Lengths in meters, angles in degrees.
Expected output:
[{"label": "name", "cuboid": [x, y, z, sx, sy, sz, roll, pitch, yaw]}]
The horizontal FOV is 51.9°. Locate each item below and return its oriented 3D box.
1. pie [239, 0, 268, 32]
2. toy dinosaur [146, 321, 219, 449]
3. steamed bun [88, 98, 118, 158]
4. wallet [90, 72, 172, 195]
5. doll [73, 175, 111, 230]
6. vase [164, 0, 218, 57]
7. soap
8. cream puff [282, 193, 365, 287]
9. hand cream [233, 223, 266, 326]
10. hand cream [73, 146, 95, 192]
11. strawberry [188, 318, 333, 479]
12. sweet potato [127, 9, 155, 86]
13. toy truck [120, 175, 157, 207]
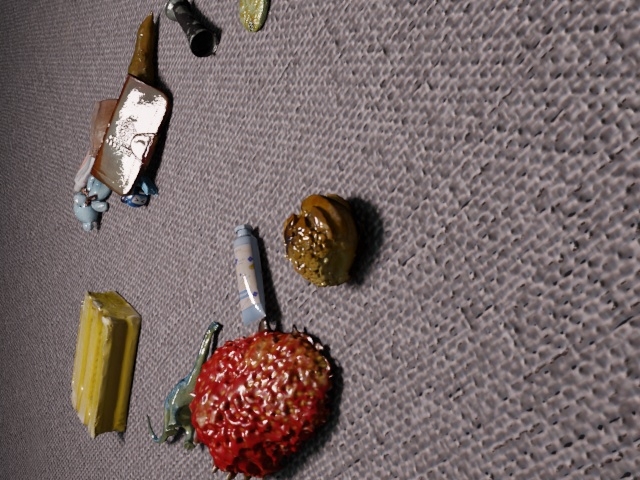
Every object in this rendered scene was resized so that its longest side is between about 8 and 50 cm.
[{"label": "pie", "cuboid": [-0.119, -0.407, 1.156, 0.085, 0.017, 0.085, 0, 90, 54]}, {"label": "toy dinosaur", "cuboid": [-0.266, 0.322, 1.283, 0.363, 0.076, 0.147, -59, 27, 31]}, {"label": "steamed bun", "cuboid": [-0.506, -0.268, 1.589, 0.175, 0.106, 0.145, -15, 77, 54]}, {"label": "wallet", "cuboid": [-0.423, -0.231, 1.469, 0.137, 0.031, 0.255, 31, 106, 18]}, {"label": "doll", "cuboid": [-0.613, -0.115, 1.750, 0.180, 0.075, 0.120, -49, 55, 40]}, {"label": "vase", "cuboid": [-0.260, -0.428, 1.309, 0.167, 0.059, 0.059, 55, 130, 39]}, {"label": "soap", "cuboid": [-0.533, 0.298, 1.621, 0.199, 0.091, 0.315, 26, 110, 51]}, {"label": "cream puff", "cuboid": [0.000, 0.000, 0.921, 0.119, 0.104, 0.133, 13, 100, 46]}, {"label": "hand cream", "cuboid": [-0.120, 0.056, 1.115, 0.065, 0.043, 0.171, -32, 61, 45]}, {"label": "hand cream", "cuboid": [-0.643, -0.218, 1.833, 0.052, 0.038, 0.216, 47, 123, 13]}, {"label": "strawberry", "cuboid": [-0.114, 0.238, 1.034, 0.306, 0.137, 0.233, -52, 49, 40]}, {"label": "sweet potato", "cuboid": [-0.407, -0.385, 1.501, 0.067, 0.067, 0.274, 10, 95, 53]}, {"label": "toy truck", "cuboid": [-0.411, -0.115, 1.507, 0.090, 0.056, 0.073, -11, 77, 40]}]
